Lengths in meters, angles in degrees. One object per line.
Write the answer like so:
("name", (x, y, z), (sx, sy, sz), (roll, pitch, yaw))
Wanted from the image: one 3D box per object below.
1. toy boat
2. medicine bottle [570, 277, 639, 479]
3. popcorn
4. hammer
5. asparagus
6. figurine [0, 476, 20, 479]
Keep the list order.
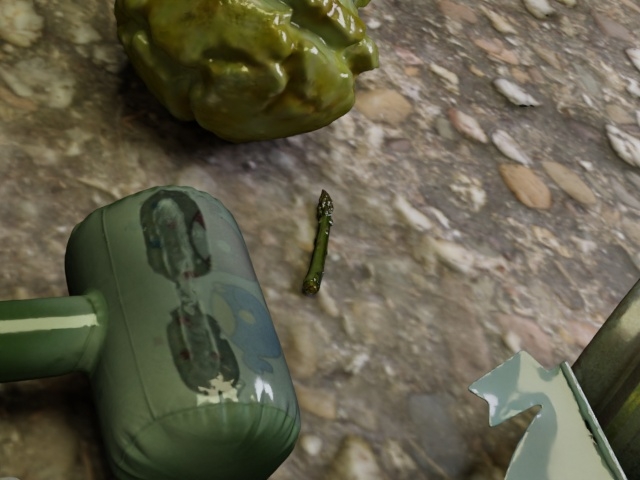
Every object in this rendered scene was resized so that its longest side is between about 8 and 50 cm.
("toy boat", (0.179, 0.193, 0.790), (0.221, 0.067, 0.291), (-19, 72, -17))
("medicine bottle", (0.313, 0.165, 0.885), (0.322, 0.151, 0.151), (37, 41, 14))
("popcorn", (-0.062, -0.174, 1.050), (0.204, 0.183, 0.221), (1, 30, -45))
("hammer", (-0.188, 0.067, 0.778), (0.336, 0.119, 0.206), (-3, 46, -21))
("asparagus", (0.000, 0.000, 1.012), (0.014, 0.015, 0.114), (-8, 36, 13))
("figurine", (-0.223, 0.124, 0.632), (0.236, 0.133, 0.176), (52, 35, -5))
